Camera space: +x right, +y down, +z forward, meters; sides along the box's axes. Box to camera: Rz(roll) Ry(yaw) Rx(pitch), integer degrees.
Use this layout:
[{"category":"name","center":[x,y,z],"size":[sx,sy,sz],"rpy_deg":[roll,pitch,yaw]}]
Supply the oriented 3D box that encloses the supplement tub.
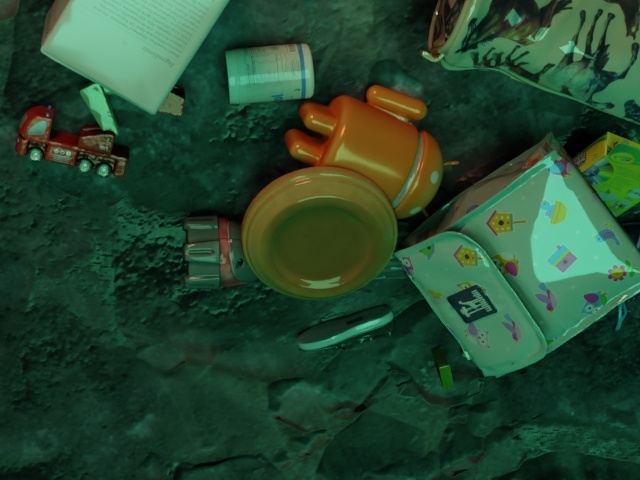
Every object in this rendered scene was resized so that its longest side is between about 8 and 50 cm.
[{"category":"supplement tub","center":[-0.064,-0.209,1.508],"size":[0.107,0.071,0.071],"rpy_deg":[-6,116,-5]}]

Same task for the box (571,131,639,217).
[{"category":"box","center":[0.382,-0.084,1.596],"size":[0.105,0.043,0.179],"rpy_deg":[19,153,-17]}]

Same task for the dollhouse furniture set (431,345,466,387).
[{"category":"dollhouse furniture set","center":[0.240,0.161,1.736],"size":[0.152,0.058,0.076],"rpy_deg":[-14,117,-2]}]

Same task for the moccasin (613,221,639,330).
[{"category":"moccasin","center":[0.365,0.074,1.681],"size":[0.342,0.117,0.137],"rpy_deg":[-18,116,0]}]

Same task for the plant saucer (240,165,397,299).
[{"category":"plant saucer","center":[0.000,0.000,1.512],"size":[0.200,0.037,0.200],"rpy_deg":[-3,125,-4]}]

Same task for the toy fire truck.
[{"category":"toy fire truck","center":[-0.277,-0.152,1.514],"size":[0.192,0.047,0.135],"rpy_deg":[13,112,-13]}]

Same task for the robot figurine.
[{"category":"robot figurine","center":[0.065,-0.107,1.544],"size":[0.219,0.128,0.158],"rpy_deg":[22,67,-18]}]

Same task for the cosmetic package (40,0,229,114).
[{"category":"cosmetic package","center":[-0.210,-0.275,1.387],"size":[0.151,0.151,0.183],"rpy_deg":[29,107,-21]}]

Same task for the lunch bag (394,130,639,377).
[{"category":"lunch bag","center":[0.253,0.027,1.538],"size":[0.262,0.160,0.223],"rpy_deg":[-36,100,13]}]

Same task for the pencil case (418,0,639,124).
[{"category":"pencil case","center":[0.328,-0.242,1.501],"size":[0.410,0.160,0.183],"rpy_deg":[15,87,-16]}]

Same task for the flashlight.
[{"category":"flashlight","center":[-0.031,0.012,1.601],"size":[0.304,0.103,0.103],"rpy_deg":[-2,115,-7]}]

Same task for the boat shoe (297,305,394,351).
[{"category":"boat shoe","center":[0.039,0.133,1.698],"size":[0.142,0.049,0.040],"rpy_deg":[-18,117,-3]}]
